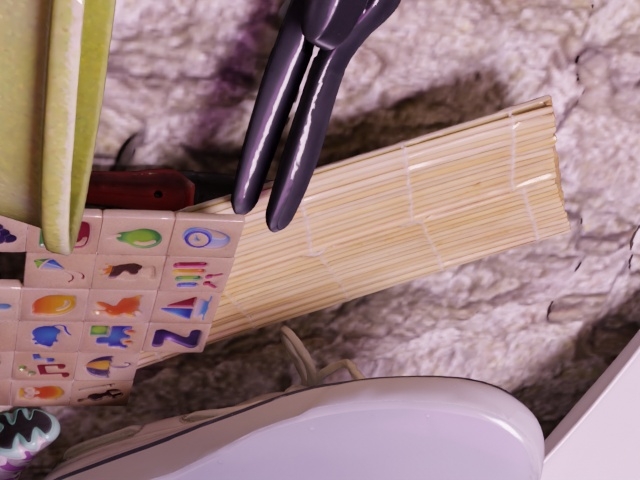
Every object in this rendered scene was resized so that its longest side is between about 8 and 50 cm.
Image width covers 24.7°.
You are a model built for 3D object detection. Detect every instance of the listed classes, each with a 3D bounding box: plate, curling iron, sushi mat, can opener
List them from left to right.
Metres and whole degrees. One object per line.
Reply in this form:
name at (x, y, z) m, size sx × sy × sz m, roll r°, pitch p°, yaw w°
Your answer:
curling iron at (-0.088, -0.038, 0.870) m, size 0.274 × 0.035 × 0.068 m, roll 11°, pitch 125°, yaw -24°
can opener at (-0.009, -0.095, 0.808) m, size 0.073 × 0.059 × 0.186 m, roll -4°, pitch 122°, yaw -51°
sushi mat at (0.000, 0.000, 0.909) m, size 0.316 × 0.019 × 0.151 m, roll -17°, pitch 149°, yaw 2°
plate at (0.248, 0.184, 1.102) m, size 0.278 × 0.045 × 0.277 m, roll -49°, pitch 129°, yaw -1°

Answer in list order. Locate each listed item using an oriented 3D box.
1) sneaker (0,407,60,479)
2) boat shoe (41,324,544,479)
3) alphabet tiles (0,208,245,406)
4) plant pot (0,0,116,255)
sneaker at (-0.210, 0.153, 1.000) m, size 0.098 × 0.038 × 0.069 m, roll -19°, pitch 134°, yaw 13°
boat shoe at (-0.028, 0.141, 0.965) m, size 0.367 × 0.156 × 0.136 m, roll -20°, pitch 114°, yaw 20°
alphabet tiles at (-0.163, 0.046, 0.886) m, size 0.198 × 0.009 × 0.237 m, roll 2°, pitch 148°, yaw -14°
plant pot at (-0.214, -0.146, 0.618) m, size 0.254 × 0.276 × 0.276 m, roll 8°, pitch 128°, yaw -7°
